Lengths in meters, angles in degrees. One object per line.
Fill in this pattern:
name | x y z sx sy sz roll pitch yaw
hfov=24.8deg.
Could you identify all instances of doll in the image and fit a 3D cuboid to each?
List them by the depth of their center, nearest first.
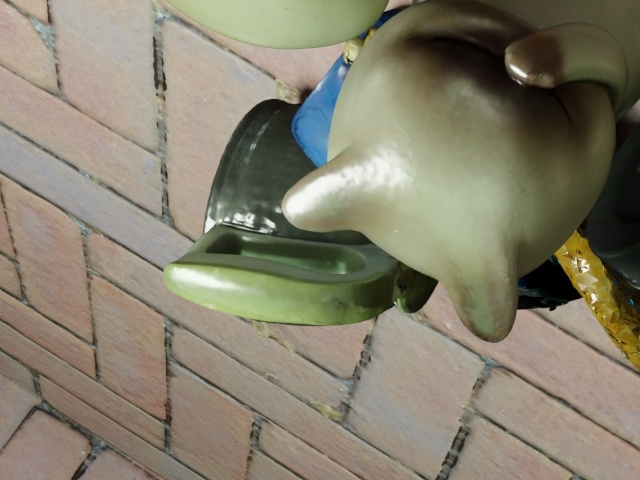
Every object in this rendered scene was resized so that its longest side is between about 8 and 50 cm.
doll | 0.145 -0.129 1.100 0.215 0.370 0.226 33 136 0

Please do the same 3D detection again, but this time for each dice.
dice | 0.068 -0.123 1.391 0.143 0.146 0.146 38 155 -2

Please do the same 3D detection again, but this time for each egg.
egg | -0.052 -0.264 1.247 0.253 0.189 0.188 31 155 -5

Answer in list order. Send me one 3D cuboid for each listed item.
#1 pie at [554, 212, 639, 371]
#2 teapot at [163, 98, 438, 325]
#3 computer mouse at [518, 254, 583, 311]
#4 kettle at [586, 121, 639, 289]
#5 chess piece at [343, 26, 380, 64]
pie | 0.259 0.011 1.306 0.069 0.273 0.273 -36 111 24
teapot | 0.007 -0.022 1.505 0.239 0.239 0.321 13 176 21
computer mouse | 0.201 0.003 1.455 0.137 0.096 0.233 -15 134 34
kettle | 0.392 0.016 1.168 0.324 0.228 0.321 35 165 -9
chess piece | 0.104 -0.156 1.305 0.172 0.060 0.060 9 156 -10
